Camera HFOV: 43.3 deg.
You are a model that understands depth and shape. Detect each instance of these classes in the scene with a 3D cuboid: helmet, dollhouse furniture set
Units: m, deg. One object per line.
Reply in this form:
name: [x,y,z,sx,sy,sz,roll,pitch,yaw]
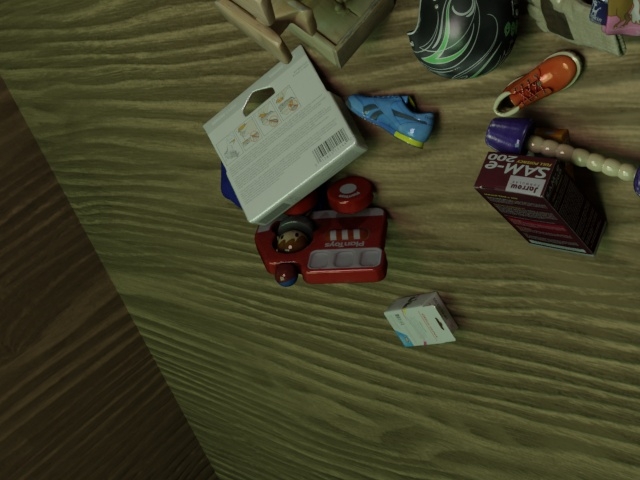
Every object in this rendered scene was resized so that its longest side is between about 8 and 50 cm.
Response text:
helmet: [0.226,-0.336,1.284,0.169,0.169,0.162,32,126,26]
dollhouse furniture set: [-0.035,-0.486,1.288,0.256,0.362,0.394,38,175,14]

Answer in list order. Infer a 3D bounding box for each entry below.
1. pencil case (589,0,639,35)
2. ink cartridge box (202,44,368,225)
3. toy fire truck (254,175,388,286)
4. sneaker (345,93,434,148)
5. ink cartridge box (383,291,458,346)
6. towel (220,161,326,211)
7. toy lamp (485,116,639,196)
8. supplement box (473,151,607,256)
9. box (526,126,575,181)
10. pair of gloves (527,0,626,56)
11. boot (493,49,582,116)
pencil case: [0.512,-0.306,0.906,0.385,0.167,0.160,8,127,23]
ink cartridge box: [-0.080,-0.219,1.708,0.296,0.066,0.261,-35,69,22]
toy fire truck: [0.000,0.000,1.752,0.302,0.254,0.169,-2,127,12]
sneaker: [0.138,-0.254,1.570,0.209,0.069,0.082,35,112,36]
ink cartridge box: [0.243,0.182,1.863,0.181,0.061,0.104,-17,110,55]
towel: [-0.115,-0.135,1.972,0.308,0.076,0.228,32,136,26]
toy lamp: [0.403,-0.140,1.306,0.274,0.080,0.080,20,137,24]
supplement box: [0.374,-0.059,1.359,0.130,0.073,0.239,13,166,42]
box: [0.397,-0.131,1.406,0.081,0.028,0.136,12,129,43]
pair of gloves: [0.340,-0.377,1.144,0.240,0.042,0.204,55,176,-30]
boot: [0.348,-0.247,1.300,0.059,0.084,0.158,55,145,-4]
